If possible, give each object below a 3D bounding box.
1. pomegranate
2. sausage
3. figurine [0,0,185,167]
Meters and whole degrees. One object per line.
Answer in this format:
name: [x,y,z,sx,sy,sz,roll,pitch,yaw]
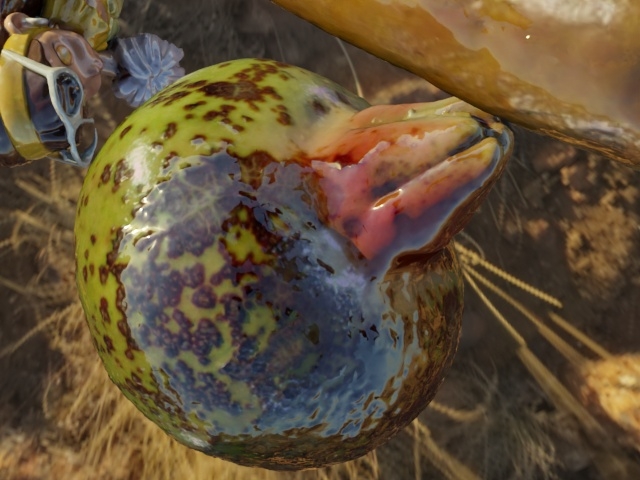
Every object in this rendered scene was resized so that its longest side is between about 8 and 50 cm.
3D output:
pomegranate: [0.000,0.000,0.695,0.248,0.214,0.214,-29,108,35]
sausage: [0.049,-0.094,0.410,0.270,0.109,0.109,28,105,18]
figurine: [-0.174,-0.149,0.967,0.115,0.240,0.175,11,139,18]
